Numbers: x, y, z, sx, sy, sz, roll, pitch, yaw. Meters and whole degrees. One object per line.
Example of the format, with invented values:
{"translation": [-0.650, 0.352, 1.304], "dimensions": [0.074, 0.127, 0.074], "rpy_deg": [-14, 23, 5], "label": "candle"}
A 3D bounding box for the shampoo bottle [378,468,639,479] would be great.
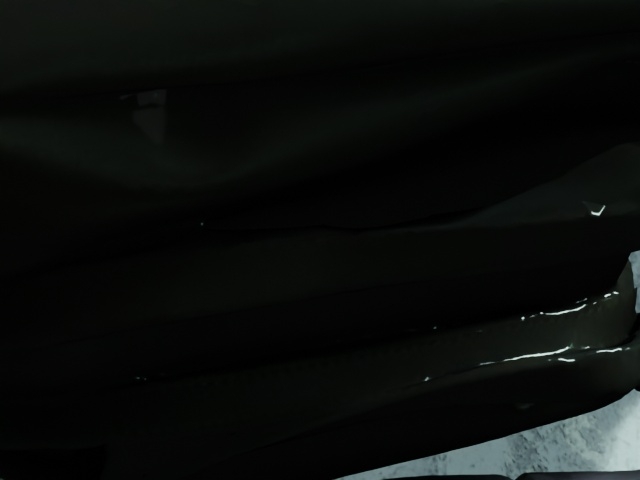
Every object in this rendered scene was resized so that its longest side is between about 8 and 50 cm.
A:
{"translation": [0.039, 0.218, 0.652], "dimensions": [0.273, 0.266, 0.273], "rpy_deg": [166, -90, -90], "label": "shampoo bottle"}

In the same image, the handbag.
{"translation": [0.000, 0.001, 0.573], "dimensions": [0.285, 0.257, 0.113], "rpy_deg": [99, -18, -58], "label": "handbag"}
